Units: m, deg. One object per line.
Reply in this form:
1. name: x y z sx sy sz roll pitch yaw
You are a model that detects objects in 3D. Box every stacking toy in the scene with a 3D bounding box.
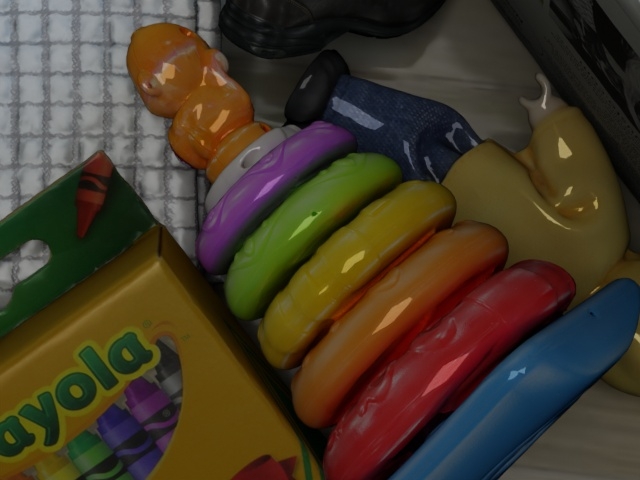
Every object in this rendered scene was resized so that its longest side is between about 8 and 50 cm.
1. stacking toy: 0.000 0.000 0.994 0.302 0.175 0.166 47 119 10

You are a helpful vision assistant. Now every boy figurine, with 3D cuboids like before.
1. boy figurine: 0.104 -0.006 1.078 0.285 0.092 0.177 27 106 5

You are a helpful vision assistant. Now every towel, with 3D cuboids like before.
1. towel: -0.171 -0.093 1.099 0.235 0.121 0.284 -2 89 -4

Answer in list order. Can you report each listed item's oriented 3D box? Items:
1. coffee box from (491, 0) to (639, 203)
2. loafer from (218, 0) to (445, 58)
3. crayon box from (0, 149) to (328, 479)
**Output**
1. coffee box: 0.240 -0.228 0.972 0.337 0.334 0.338 -36 86 0
2. loafer: 0.019 -0.149 1.077 0.062 0.170 0.061 37 129 27
3. crayon box: -0.103 0.138 1.029 0.202 0.081 0.318 -36 104 5
